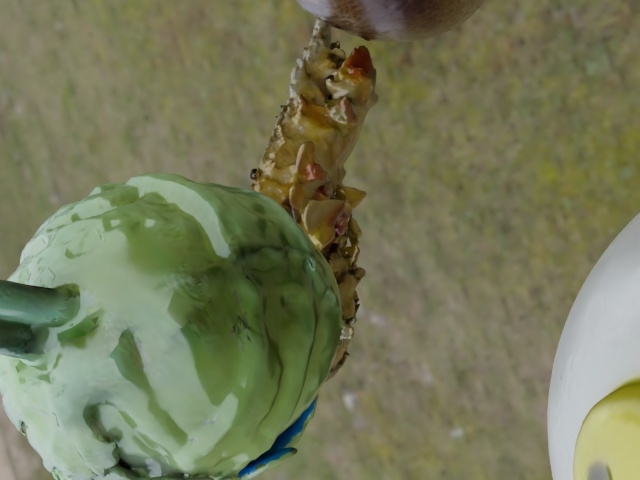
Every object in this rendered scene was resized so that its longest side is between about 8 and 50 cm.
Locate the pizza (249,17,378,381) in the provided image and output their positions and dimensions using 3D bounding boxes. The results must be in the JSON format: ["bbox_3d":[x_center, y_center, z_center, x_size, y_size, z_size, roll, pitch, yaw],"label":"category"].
[{"bbox_3d":[0.000,0.000,1.404,0.251,0.074,0.288,83,-159,-54],"label":"pizza"}]

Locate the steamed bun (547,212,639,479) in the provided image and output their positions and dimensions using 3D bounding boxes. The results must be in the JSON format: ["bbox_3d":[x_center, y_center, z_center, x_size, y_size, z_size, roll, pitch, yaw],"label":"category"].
[{"bbox_3d":[0.287,0.109,0.912,0.374,0.334,0.334,48,158,43],"label":"steamed bun"}]

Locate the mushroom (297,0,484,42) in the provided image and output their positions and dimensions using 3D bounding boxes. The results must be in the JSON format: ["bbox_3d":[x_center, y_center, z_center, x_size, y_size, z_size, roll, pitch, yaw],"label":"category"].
[{"bbox_3d":[0.033,-0.261,1.389,0.153,0.253,0.253,-41,57,35],"label":"mushroom"}]

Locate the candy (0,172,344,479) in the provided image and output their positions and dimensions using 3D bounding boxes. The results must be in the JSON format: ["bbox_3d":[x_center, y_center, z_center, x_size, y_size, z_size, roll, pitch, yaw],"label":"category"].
[{"bbox_3d":[-0.118,0.006,0.413,0.093,0.335,0.092,5,82,41],"label":"candy"}]
